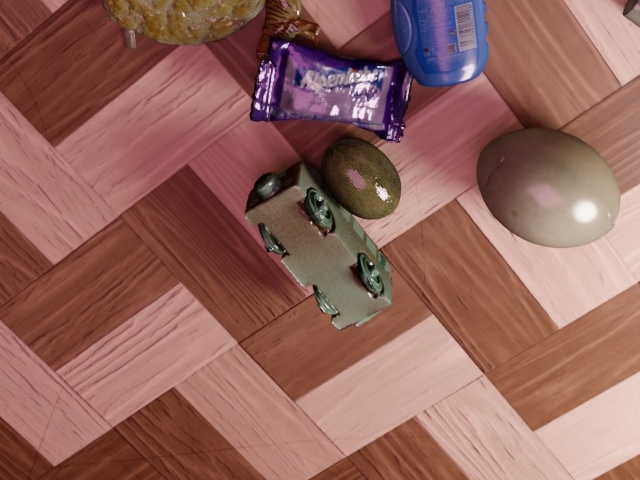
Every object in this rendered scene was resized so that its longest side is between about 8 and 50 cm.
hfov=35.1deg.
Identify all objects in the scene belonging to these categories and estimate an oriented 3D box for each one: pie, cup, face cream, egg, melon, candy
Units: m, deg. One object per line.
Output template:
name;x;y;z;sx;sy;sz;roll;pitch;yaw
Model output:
pie;-0.212;-0.423;1.568;0.274;0.105;0.257;0;124;4
cup;0.526;-0.357;1.577;0.083;0.054;0.075;30;137;-9
face cream;0.182;-0.376;1.575;0.149;0.083;0.264;-9;115;4
egg;0.371;-0.086;1.649;0.253;0.186;0.186;27;115;-9
melon;0.072;-0.099;1.701;0.114;0.114;0.167;-34;119;18
candy;0.025;-0.242;1.645;0.275;0.070;0.145;7;114;-18

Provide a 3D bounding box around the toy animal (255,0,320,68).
toy animal;-0.044;-0.374;1.605;0.099;0.057;0.241;9;117;-1

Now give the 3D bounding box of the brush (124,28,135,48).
brush;-0.314;-0.354;1.656;0.016;0.013;0.083;0;118;1

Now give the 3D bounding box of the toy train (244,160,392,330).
toy train;0.000;0.000;1.733;0.129;0.159;0.326;-31;114;19
